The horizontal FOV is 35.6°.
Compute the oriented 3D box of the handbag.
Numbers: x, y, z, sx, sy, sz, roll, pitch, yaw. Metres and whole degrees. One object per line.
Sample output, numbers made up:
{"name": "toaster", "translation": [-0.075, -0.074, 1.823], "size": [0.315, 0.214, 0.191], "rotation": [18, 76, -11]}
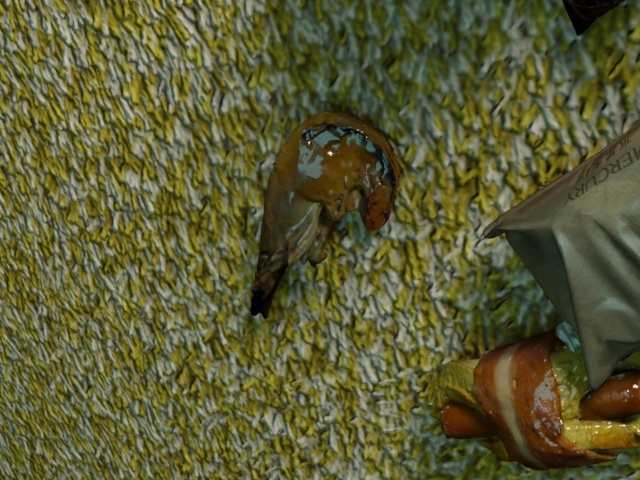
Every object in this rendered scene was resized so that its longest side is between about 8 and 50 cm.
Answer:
{"name": "handbag", "translation": [0.256, -0.007, 0.729], "size": [0.270, 0.117, 0.183], "rotation": [-41, 74, 38]}

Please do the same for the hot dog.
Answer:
{"name": "hot dog", "translation": [0.197, 0.143, 0.860], "size": [0.261, 0.093, 0.123], "rotation": [-24, 99, 39]}

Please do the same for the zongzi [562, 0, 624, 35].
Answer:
{"name": "zongzi", "translation": [0.187, -0.193, 0.718], "size": [0.073, 0.067, 0.083], "rotation": [46, 147, -5]}

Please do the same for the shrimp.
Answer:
{"name": "shrimp", "translation": [-0.009, 0.001, 0.937], "size": [0.117, 0.066, 0.262], "rotation": [30, 128, 17]}
